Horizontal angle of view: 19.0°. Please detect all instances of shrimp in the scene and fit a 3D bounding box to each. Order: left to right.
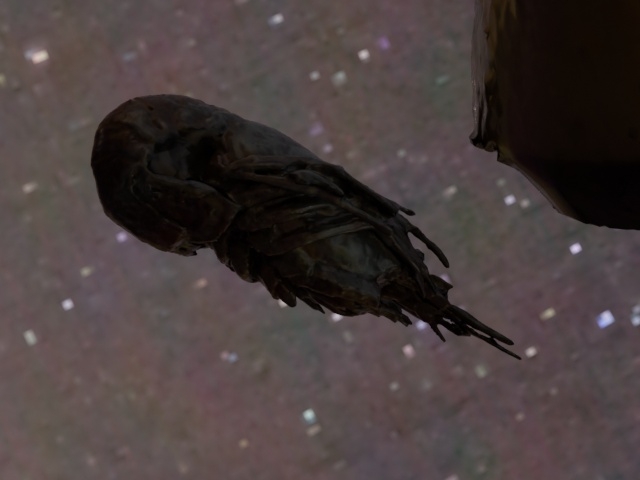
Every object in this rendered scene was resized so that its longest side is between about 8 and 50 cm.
[{"bbox_3d":[0.000,0.000,0.897,0.233,0.079,0.090,28,-37,-13],"label":"shrimp"}]

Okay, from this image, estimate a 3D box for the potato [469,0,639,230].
[{"bbox_3d":[0.151,-0.156,0.650,0.242,0.285,0.242,47,-27,34],"label":"potato"}]
